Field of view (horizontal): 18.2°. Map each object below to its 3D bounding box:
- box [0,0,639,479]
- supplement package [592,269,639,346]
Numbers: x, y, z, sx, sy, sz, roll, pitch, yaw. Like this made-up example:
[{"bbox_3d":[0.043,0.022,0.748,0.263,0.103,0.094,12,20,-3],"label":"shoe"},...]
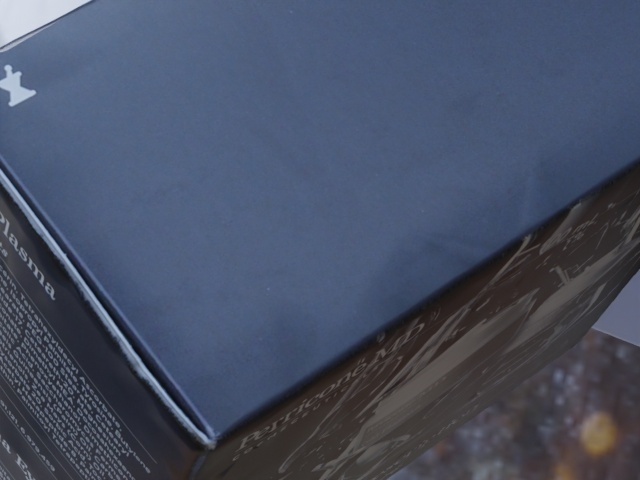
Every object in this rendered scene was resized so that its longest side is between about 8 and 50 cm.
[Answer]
[{"bbox_3d":[0.000,0.000,0.908,0.179,0.343,0.312,50,152,14],"label":"box"},{"bbox_3d":[0.304,-0.021,1.411,0.293,0.177,0.175,21,140,27],"label":"supplement package"}]
